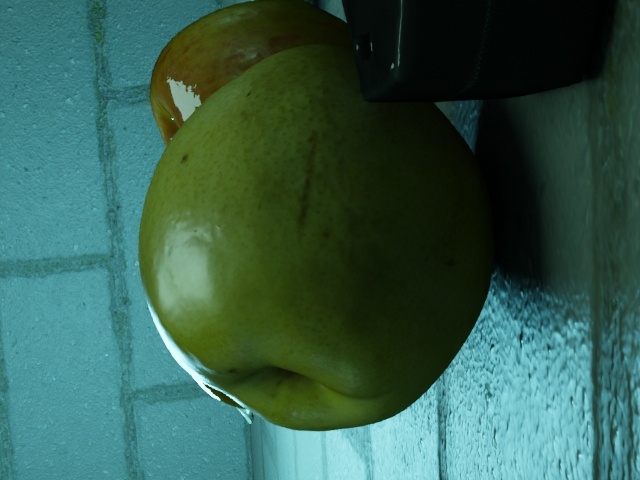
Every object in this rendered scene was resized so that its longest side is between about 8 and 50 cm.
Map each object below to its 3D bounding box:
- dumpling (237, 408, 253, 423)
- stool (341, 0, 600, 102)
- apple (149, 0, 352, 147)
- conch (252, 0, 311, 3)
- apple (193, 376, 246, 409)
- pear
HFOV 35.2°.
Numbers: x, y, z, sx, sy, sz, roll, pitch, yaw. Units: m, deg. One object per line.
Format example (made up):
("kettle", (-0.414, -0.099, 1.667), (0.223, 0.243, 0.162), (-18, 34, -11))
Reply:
("dumpling", (-0.123, 0.258, 2.226), (0.175, 0.243, 0.227), (44, -179, 10))
("stool", (0.090, -0.198, 0.669), (0.232, 0.141, 0.232), (175, 90, -80))
("apple", (-0.062, -0.146, 1.235), (0.299, 0.275, 0.298), (172, 90, -76))
("conch", (-0.065, -0.427, 1.544), (0.172, 0.131, 0.200), (56, -162, 26))
("apple", (-0.079, 0.096, 1.439), (0.301, 0.302, 0.301), (176, 90, -81))
("pear", (0.000, 0.000, 0.849), (0.314, 0.315, 0.314), (176, 90, -81))
